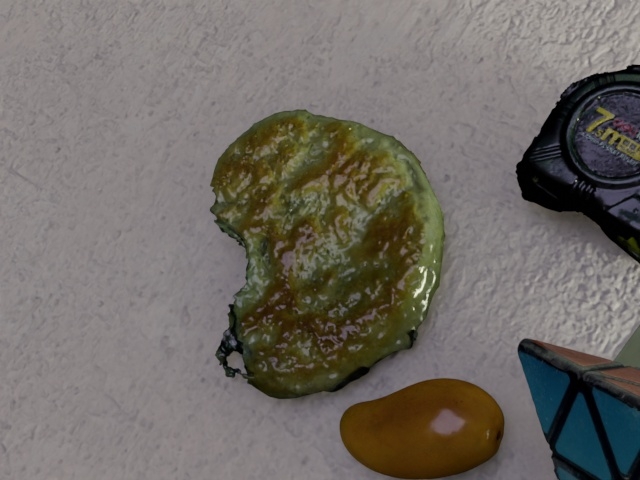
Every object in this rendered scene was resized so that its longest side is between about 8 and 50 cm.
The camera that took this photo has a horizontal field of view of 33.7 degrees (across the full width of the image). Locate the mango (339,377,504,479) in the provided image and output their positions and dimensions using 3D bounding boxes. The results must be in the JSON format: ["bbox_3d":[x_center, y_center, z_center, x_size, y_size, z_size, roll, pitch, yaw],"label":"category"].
[{"bbox_3d":[0.101,0.198,1.104,0.184,0.085,0.102,-9,61,23],"label":"mango"}]

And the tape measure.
[{"bbox_3d":[0.334,-0.087,1.145,0.199,0.112,0.186,36,88,26],"label":"tape measure"}]

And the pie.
[{"bbox_3d":[0.000,0.000,1.248,0.297,0.078,0.371,-15,62,14],"label":"pie"}]

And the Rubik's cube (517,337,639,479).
[{"bbox_3d":[0.308,0.199,0.885,0.228,0.233,0.228,-24,29,33],"label":"Rubik's cube"}]

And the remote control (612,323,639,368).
[{"bbox_3d":[0.362,0.092,1.030,0.090,0.038,0.309,31,71,35],"label":"remote control"}]
